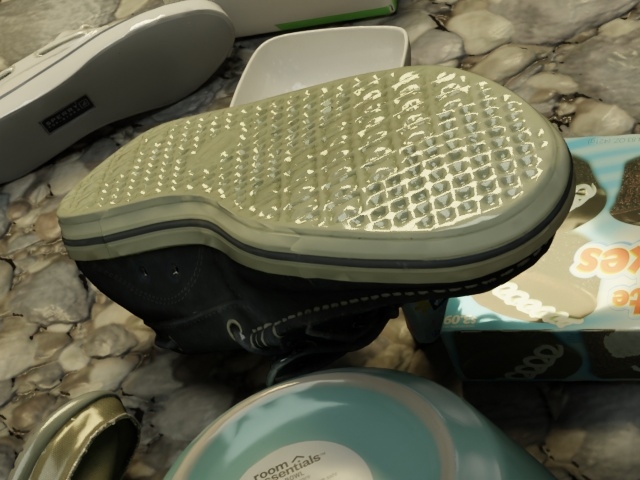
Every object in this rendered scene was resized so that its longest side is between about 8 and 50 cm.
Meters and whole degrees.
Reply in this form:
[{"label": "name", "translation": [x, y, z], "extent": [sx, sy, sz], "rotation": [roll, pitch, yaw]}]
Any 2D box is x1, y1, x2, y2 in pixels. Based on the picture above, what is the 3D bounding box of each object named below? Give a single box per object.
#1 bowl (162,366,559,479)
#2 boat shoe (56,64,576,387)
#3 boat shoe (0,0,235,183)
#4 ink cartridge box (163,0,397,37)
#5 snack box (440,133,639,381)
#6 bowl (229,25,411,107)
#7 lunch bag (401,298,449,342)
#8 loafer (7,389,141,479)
[{"label": "bowl", "translation": [0.017, 0.197, 1.192], "extent": [0.311, 0.163, 0.312], "rotation": [-12, 43, 11]}, {"label": "boat shoe", "translation": [0.000, 0.000, 1.298], "extent": [0.187, 0.156, 0.500], "rotation": [-43, 21, -28]}, {"label": "boat shoe", "translation": [-0.200, -0.145, 1.685], "extent": [0.258, 0.095, 0.084], "rotation": [-25, 46, -3]}, {"label": "ink cartridge box", "translation": [-0.028, -0.314, 1.765], "extent": [0.198, 0.115, 0.273], "rotation": [-7, 45, 17]}, {"label": "snack box", "translation": [0.256, 0.008, 1.352], "extent": [0.321, 0.060, 0.187], "rotation": [-2, 47, 22]}, {"label": "bowl", "translation": [0.003, -0.106, 1.586], "extent": [0.142, 0.053, 0.142], "rotation": [-2, 47, 22]}, {"label": "lunch bag", "translation": [0.075, 0.022, 1.410], "extent": [0.053, 0.071, 0.083], "rotation": [-4, 45, 24]}, {"label": "loafer", "translation": [-0.175, 0.214, 1.325], "extent": [0.087, 0.094, 0.251], "rotation": [14, 58, 20]}]
